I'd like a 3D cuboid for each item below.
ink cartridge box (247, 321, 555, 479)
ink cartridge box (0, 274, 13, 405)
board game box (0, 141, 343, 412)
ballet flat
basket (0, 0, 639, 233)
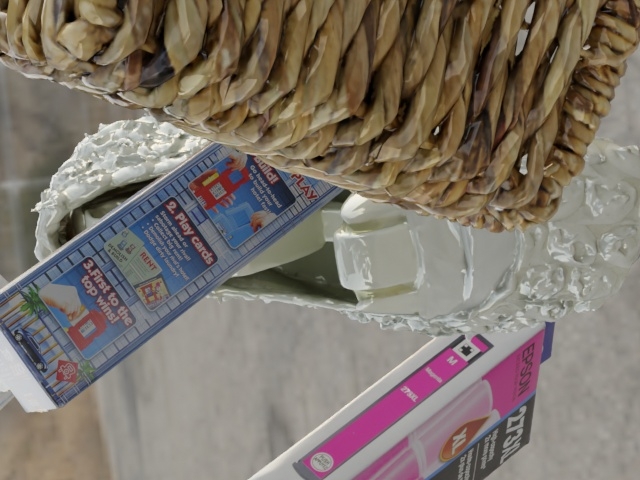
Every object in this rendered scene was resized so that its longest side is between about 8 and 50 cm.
[{"bbox_3d":[0.093,0.161,1.483,0.069,0.371,0.176,37,150,28],"label":"ink cartridge box"},{"bbox_3d":[-0.292,0.100,1.503,0.092,0.090,0.143,45,154,-2],"label":"ink cartridge box"},{"bbox_3d":[-0.084,0.006,0.883,0.060,0.194,0.194,55,163,-5],"label":"board game box"},{"bbox_3d":[0.000,0.000,1.097,0.147,0.408,0.147,2,-90,-67],"label":"ballet flat"},{"bbox_3d":[-0.002,-0.179,0.642,0.213,0.223,0.299,22,95,53],"label":"basket"}]
